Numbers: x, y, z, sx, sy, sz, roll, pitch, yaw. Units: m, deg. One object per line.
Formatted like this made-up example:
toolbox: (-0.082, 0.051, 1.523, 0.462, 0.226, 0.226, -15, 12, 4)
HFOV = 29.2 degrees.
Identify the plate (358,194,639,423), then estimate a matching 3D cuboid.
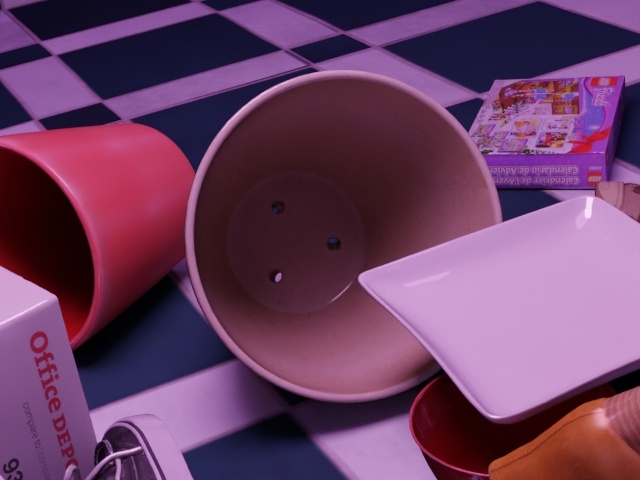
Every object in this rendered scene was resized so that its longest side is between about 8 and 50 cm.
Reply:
plate: (0.214, 0.063, 1.142, 0.278, 0.045, 0.277, -20, 30, -16)

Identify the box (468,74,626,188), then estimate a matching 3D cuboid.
box: (0.326, -0.160, 1.771, 0.201, 0.057, 0.293, 0, 28, 20)

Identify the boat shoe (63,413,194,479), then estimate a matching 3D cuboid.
boat shoe: (-0.169, 0.234, 1.042, 0.105, 0.113, 0.306, -1, 18, -21)

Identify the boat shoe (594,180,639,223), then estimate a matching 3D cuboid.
boat shoe: (0.367, 0.020, 1.337, 0.123, 0.123, 0.342, -4, 21, 12)

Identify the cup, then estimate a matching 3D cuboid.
cup: (0.000, 0.000, 1.329, 0.331, 0.331, 0.237, -17, 2, -15)

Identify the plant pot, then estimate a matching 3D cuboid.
plant pot: (-0.292, -0.024, 1.497, 0.275, 0.275, 0.243, 9, 23, 32)

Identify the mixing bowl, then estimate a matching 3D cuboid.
mixing bowl: (0.173, 0.189, 1.077, 0.181, 0.098, 0.181, -8, 26, 4)

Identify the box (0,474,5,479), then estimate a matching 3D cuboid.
box: (-0.312, 0.324, 0.937, 0.262, 0.126, 0.231, -24, 32, -27)

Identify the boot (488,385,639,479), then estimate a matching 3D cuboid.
boot: (0.275, 0.245, 0.908, 0.211, 0.295, 0.104, -40, -6, 35)

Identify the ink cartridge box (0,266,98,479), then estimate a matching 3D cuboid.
ink cartridge box: (-0.369, 0.190, 1.107, 0.307, 0.223, 0.129, -29, 33, -35)
